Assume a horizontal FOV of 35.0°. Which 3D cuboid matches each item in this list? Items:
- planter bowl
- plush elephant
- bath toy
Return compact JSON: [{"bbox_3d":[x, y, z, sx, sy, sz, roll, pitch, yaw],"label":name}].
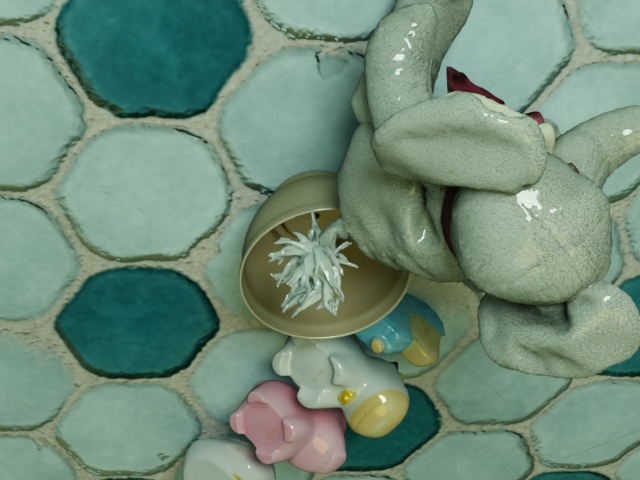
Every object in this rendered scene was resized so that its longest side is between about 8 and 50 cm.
[{"bbox_3d":[0.000,0.000,0.979,0.162,0.109,0.162,-4,131,-5],"label":"planter bowl"},{"bbox_3d":[0.140,-0.046,0.790,0.330,0.255,0.272,-48,128,-23],"label":"plush elephant"},{"bbox_3d":[-0.013,0.194,1.137,0.151,0.129,0.348,49,116,12],"label":"bath toy"}]
